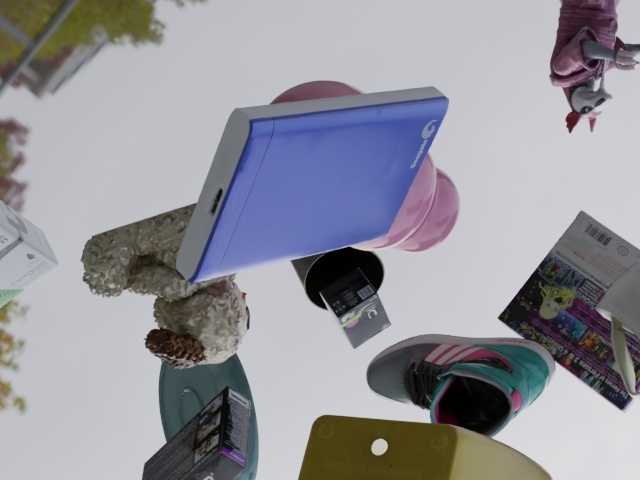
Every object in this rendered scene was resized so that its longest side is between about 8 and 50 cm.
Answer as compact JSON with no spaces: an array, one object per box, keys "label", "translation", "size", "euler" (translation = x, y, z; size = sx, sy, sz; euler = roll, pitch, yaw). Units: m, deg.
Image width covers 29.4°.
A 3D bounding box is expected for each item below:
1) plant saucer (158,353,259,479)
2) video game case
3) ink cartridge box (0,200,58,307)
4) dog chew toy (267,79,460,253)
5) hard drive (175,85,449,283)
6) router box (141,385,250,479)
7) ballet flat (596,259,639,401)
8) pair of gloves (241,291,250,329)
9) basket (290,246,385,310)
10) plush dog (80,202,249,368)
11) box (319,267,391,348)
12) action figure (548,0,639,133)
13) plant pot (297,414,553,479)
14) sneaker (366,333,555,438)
[{"label":"plant saucer","translation":[-0.195,0.288,2.002],"size":[0.317,0.044,0.317],"euler":[18,-68,56]},{"label":"video game case","translation":[0.415,0.102,1.790],"size":[0.232,0.042,0.210],"euler":[37,-92,25]},{"label":"ink cartridge box","translation":[-0.553,0.016,1.995],"size":[0.153,0.208,0.087],"euler":[-36,-120,4]},{"label":"dog chew toy","translation":[0.061,-0.081,1.652],"size":[0.207,0.332,0.206],"euler":[-26,-128,39]},{"label":"hard drive","translation":[-0.003,-0.068,1.378],"size":[0.040,0.319,0.210],"euler":[43,-54,29]},{"label":"router box","translation":[-0.164,0.289,1.562],"size":[0.179,0.046,0.133],"euler":[-44,-159,22]},{"label":"ballet flat","translation":[0.462,0.188,1.534],"size":[0.139,0.139,0.400],"euler":[-40,-140,19]},{"label":"pair of gloves","translation":[-0.145,0.115,2.005],"size":[0.083,0.010,0.074],"euler":[14,-72,43]},{"label":"basket","translation":[0.000,0.000,2.361],"size":[0.154,0.204,0.227],"euler":[-39,-130,8]},{"label":"plush dog","translation":[-0.173,0.064,1.716],"size":[0.211,0.225,0.262],"euler":[-16,-177,30]},{"label":"box","translation":[0.046,0.088,1.565],"size":[0.062,0.083,0.052],"euler":[-32,-127,-5]},{"label":"action figure","translation":[0.416,-0.355,1.940],"size":[0.276,0.248,0.370],"euler":[13,-85,27]},{"label":"plant pot","translation":[0.076,0.266,1.123],"size":[0.212,0.187,0.212],"euler":[1,-122,26]},{"label":"sneaker","translation":[0.175,0.221,1.762],"size":[0.296,0.123,0.178],"euler":[-8,-166,29]}]
